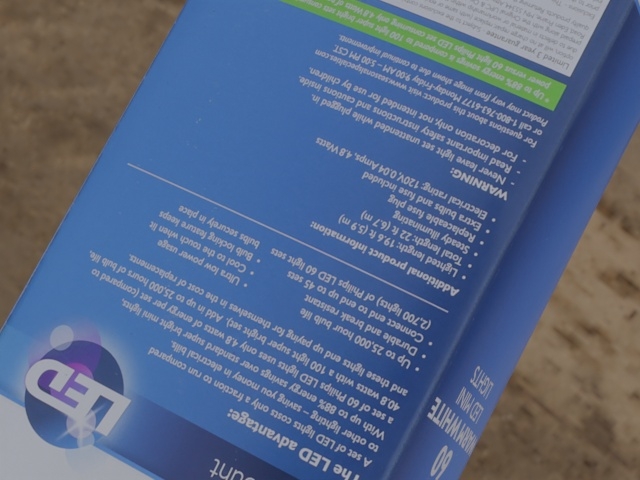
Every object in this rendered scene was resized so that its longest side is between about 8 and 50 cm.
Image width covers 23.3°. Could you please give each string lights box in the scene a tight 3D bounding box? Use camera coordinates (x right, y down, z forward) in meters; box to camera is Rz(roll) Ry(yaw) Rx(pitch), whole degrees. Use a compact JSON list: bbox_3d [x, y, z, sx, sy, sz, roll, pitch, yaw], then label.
[{"bbox_3d":[0.000,0.000,0.483,0.133,0.260,0.077,25,-9,22],"label":"string lights box"}]
